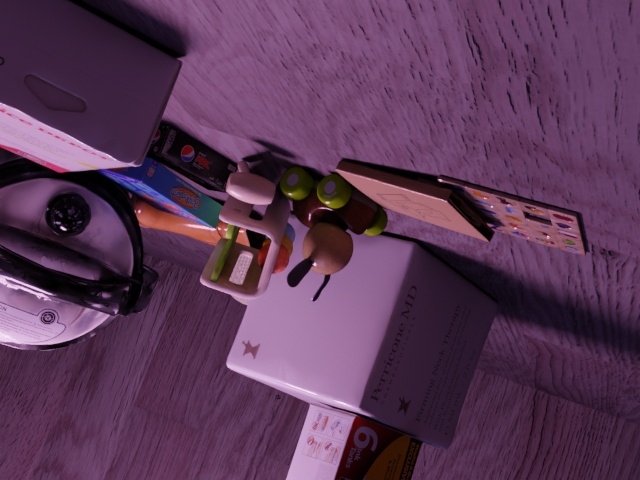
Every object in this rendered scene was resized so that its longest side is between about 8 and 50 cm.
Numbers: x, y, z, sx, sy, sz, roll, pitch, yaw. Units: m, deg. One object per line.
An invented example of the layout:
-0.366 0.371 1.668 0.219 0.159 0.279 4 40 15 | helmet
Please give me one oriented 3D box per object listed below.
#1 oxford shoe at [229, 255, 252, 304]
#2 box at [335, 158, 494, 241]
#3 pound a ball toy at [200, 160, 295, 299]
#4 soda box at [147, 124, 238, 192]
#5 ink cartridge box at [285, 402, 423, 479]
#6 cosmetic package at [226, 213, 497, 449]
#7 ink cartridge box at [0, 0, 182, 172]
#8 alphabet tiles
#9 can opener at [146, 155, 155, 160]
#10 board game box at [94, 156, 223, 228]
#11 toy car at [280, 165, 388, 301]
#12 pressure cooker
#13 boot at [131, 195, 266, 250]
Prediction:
-0.112 0.064 2.573 0.130 0.169 0.449 -15 -168 -30 | oxford shoe
0.141 -0.058 1.654 0.201 0.021 0.164 18 170 36 | box
-0.102 -0.031 1.904 0.135 0.208 0.319 18 -166 -3 | pound a ball toy
-0.224 -0.140 1.920 0.060 0.053 0.169 12 166 45 | soda box
0.064 0.494 2.096 0.130 0.310 0.271 6 164 47 | ink cartridge box
0.091 0.184 2.218 0.327 0.330 0.393 13 169 36 | cosmetic package
-0.396 -0.218 1.530 0.279 0.160 0.384 26 170 -28 | ink cartridge box
0.258 -0.039 1.600 0.237 0.009 0.198 18 170 21 | alphabet tiles
-0.325 -0.181 1.911 0.073 0.059 0.186 -33 151 19 | can opener
-0.289 -0.095 1.951 0.160 0.047 0.210 17 169 38 | board game box
0.000 0.000 1.813 0.148 0.188 0.155 14 168 36 | toy car
-0.518 -0.006 2.058 0.369 0.376 0.420 -19 -155 -9 | pressure cooker
-0.250 -0.038 2.358 0.220 0.109 0.283 17 172 30 | boot
